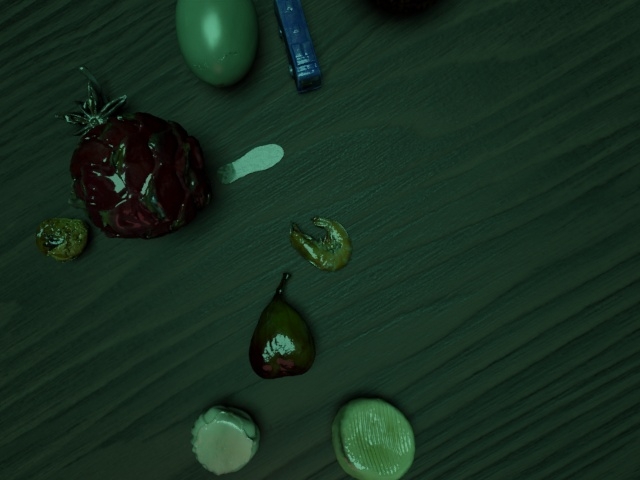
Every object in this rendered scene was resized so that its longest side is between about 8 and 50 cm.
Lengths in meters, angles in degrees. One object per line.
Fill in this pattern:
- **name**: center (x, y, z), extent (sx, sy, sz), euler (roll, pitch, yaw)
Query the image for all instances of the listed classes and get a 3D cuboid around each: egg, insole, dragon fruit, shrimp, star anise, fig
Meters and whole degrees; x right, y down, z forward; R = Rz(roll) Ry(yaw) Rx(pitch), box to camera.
- **egg**: center (-0.254, -0.524, 1.128), extent (0.203, 0.203, 0.282), euler (-3, 88, 3)
- **insole**: center (-0.190, -0.207, 1.230), extent (0.194, 0.006, 0.065), euler (-25, 90, 4)
- **dragon fruit**: center (-0.426, -0.153, 1.099), extent (0.330, 0.329, 0.328), euler (0, 91, 3)
- **shrimp**: center (-0.001, 0.001, 1.211), extent (0.188, 0.051, 0.132), euler (34, 74, -4)
- **star anise**: center (-0.587, -0.328, 1.207), extent (0.209, 0.089, 0.231), euler (14, 98, -10)
- **fig**: center (-0.098, 0.218, 1.179), extent (0.170, 0.145, 0.273), euler (-1, 78, 1)

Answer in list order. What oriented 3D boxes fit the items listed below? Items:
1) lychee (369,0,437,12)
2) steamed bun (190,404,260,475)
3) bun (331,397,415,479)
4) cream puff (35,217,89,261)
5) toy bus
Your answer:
- **lychee**: center (0.202, -0.702, 1.066), extent (0.306, 0.306, 0.330), euler (-24, 62, 3)
- **steamed bun**: center (-0.250, 0.519, 1.201), extent (0.183, 0.106, 0.182), euler (0, 95, 4)
- **bun**: center (0.131, 0.516, 1.178), extent (0.223, 0.127, 0.222), euler (2, 62, -4)
- **cream puff**: center (-0.688, -0.006, 1.215), extent (0.133, 0.104, 0.119), euler (-19, 84, 2)
- **toy bus**: center (-0.061, -0.510, 1.172), extent (0.079, 0.094, 0.236), euler (-16, 90, 3)
